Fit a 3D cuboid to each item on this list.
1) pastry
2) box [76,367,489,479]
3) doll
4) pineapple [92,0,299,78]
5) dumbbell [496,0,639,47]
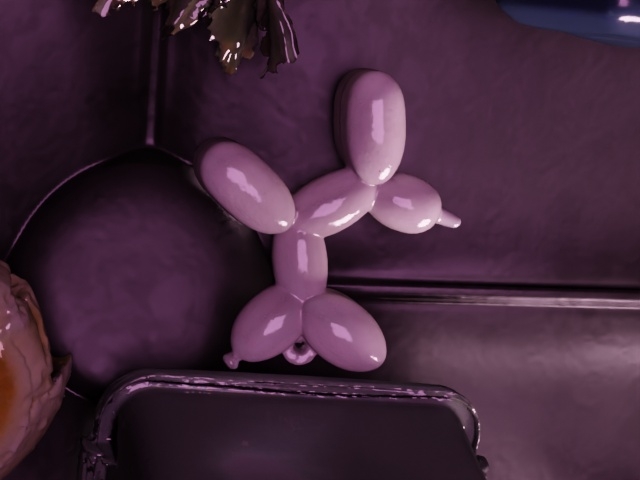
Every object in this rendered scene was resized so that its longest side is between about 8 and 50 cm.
[{"bbox_3d":[-0.217,0.073,0.852,0.166,0.088,0.166,-3,104,-13],"label":"pastry"},{"bbox_3d":[-0.011,0.173,0.886,0.243,0.135,0.163,5,111,-16],"label":"box"},{"bbox_3d":[0.000,0.000,0.911,0.161,0.059,0.160,-28,105,-9],"label":"doll"},{"bbox_3d":[-0.002,-0.255,0.813,0.175,0.175,0.361,30,111,-18],"label":"pineapple"},{"bbox_3d":[0.185,-0.268,0.868,0.144,0.160,0.325,8,100,15],"label":"dumbbell"}]
